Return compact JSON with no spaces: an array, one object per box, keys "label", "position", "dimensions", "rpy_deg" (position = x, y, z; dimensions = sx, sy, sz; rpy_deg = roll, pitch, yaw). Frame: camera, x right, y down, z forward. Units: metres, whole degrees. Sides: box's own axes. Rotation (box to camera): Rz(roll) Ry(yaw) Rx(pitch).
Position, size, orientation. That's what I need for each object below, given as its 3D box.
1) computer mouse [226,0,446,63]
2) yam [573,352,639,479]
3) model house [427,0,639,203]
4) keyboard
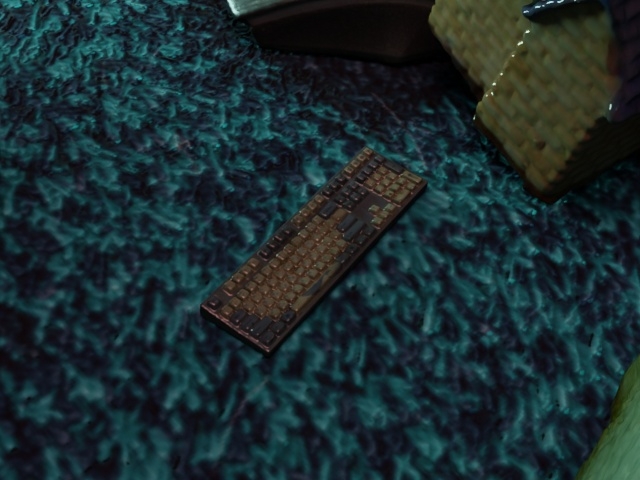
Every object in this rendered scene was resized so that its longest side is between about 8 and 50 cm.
[{"label":"computer mouse","position":[0.028,-0.212,0.705],"dimensions":[0.231,0.071,0.126],"rpy_deg":[7,49,6]},{"label":"yam","position":[0.227,0.160,0.304],"dimensions":[0.300,0.195,0.195],"rpy_deg":[24,52,20]},{"label":"model house","position":[0.181,-0.160,0.571],"dimensions":[0.166,0.172,0.183],"rpy_deg":[-28,69,-21]},{"label":"keyboard","position":[0.000,0.001,0.555],"dimensions":[0.055,0.014,0.176],"rpy_deg":[31,55,20]}]
